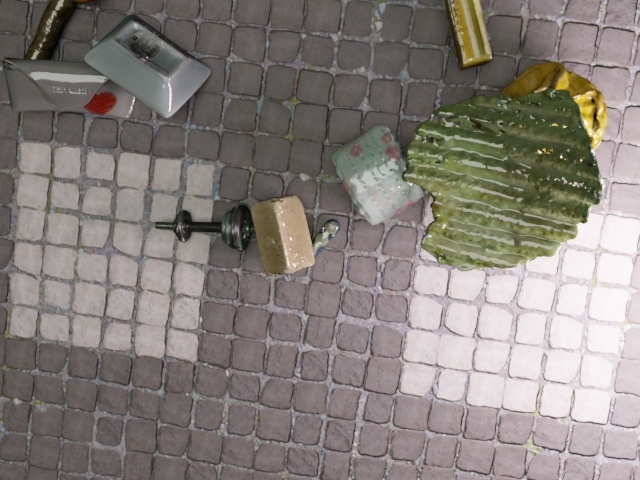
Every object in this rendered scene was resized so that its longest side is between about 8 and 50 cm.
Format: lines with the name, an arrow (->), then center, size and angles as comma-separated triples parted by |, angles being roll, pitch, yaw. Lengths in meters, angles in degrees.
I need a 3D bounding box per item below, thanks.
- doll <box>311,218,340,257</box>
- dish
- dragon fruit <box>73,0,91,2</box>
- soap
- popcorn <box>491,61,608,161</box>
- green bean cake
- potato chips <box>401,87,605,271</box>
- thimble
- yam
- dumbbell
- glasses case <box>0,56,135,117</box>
doll -> 0.000, 0.000, 1.813 | 0.037, 0.027, 0.125 | 40, 99, 0
dish -> -0.389, -0.418, 1.733 | 0.243, 0.080, 0.182 | 35, 62, 1
dragon fruit -> -0.530, -0.693, 1.733 | 0.268, 0.130, 0.295 | 24, 98, 2
soap -> 0.318, -0.499, 1.670 | 0.076, 0.135, 0.233 | -15, 95, 7
popcorn -> 0.497, -0.269, 1.655 | 0.250, 0.190, 0.250 | 0, 93, 1
green bean cake -> -0.087, -0.013, 1.769 | 0.085, 0.109, 0.179 | -7, 95, 38
potato chips -> 0.376, -0.118, 1.567 | 0.389, 0.097, 0.373 | -10, 101, 22
thimble -> 0.134, -0.142, 1.714 | 0.149, 0.185, 0.211 | -30, 127, 10
yam -> -0.648, -0.488, 1.805 | 0.061, 0.061, 0.253 | 29, 98, 2
dumbbell -> -0.271, -0.032, 1.805 | 0.254, 0.110, 0.110 | 2, 97, 12
glasses case -> -0.586, -0.353, 1.774 | 0.308, 0.083, 0.128 | 2, 110, -7
